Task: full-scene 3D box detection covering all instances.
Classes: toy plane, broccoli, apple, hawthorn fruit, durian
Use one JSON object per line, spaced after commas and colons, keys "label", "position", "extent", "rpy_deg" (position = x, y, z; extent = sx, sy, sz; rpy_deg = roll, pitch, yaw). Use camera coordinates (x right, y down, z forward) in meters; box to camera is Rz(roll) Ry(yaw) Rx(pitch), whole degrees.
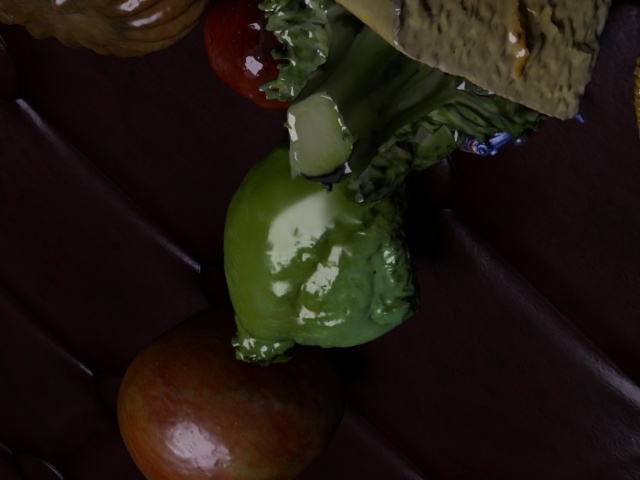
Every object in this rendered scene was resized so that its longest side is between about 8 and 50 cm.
{"label": "toy plane", "position": [0.208, -0.120, 1.847], "extent": [0.167, 0.062, 0.054], "rpy_deg": [-20, 114, 42]}
{"label": "broccoli", "position": [0.081, -0.193, 1.715], "extent": [0.338, 0.317, 0.277], "rpy_deg": [-29, 100, 18]}
{"label": "apple", "position": [-0.134, 0.219, 2.375], "extent": [0.301, 0.301, 0.301], "rpy_deg": [27, 144, 21]}
{"label": "hawthorn fruit", "position": [-0.064, -0.225, 1.931], "extent": [0.172, 0.148, 0.148], "rpy_deg": [25, 144, 36]}
{"label": "durian", "position": [0.000, 0.000, 2.092], "extent": [0.255, 0.204, 0.340], "rpy_deg": [7, 126, 21]}

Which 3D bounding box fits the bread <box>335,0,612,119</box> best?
{"label": "bread", "position": [0.085, -0.354, 1.527], "extent": [0.242, 0.346, 0.405], "rpy_deg": [12, -164, -37]}

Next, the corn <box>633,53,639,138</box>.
{"label": "corn", "position": [0.359, -0.076, 1.706], "extent": [0.106, 0.106, 0.293], "rpy_deg": [13, 137, 36]}

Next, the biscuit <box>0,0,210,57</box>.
{"label": "biscuit", "position": [-0.280, -0.302, 1.982], "extent": [0.325, 0.107, 0.326], "rpy_deg": [12, 160, 5]}
